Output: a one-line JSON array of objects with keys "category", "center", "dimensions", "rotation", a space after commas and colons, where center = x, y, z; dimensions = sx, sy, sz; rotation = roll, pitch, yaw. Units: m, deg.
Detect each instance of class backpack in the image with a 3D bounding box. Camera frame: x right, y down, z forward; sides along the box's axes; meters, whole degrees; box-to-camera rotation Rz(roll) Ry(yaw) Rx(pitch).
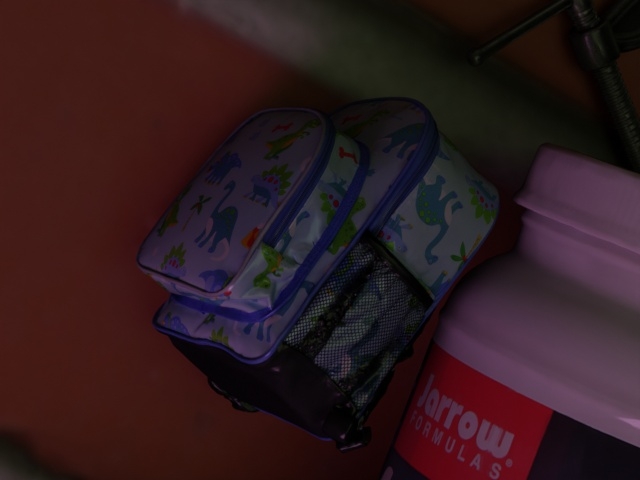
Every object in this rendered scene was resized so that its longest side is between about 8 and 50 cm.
[{"category": "backpack", "center": [0.000, 0.000, 0.670], "dimensions": [0.114, 0.105, 0.084], "rotation": [-50, 116, -14]}]

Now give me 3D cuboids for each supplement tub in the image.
[{"category": "supplement tub", "center": [0.108, 0.120, 0.686], "dimensions": [0.191, 0.191, 0.272], "rotation": [18, 95, -26]}]

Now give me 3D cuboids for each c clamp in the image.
[{"category": "c clamp", "center": [0.141, -0.045, 0.775], "dimensions": [0.137, 0.022, 0.160], "rotation": [-38, 111, -19]}]
